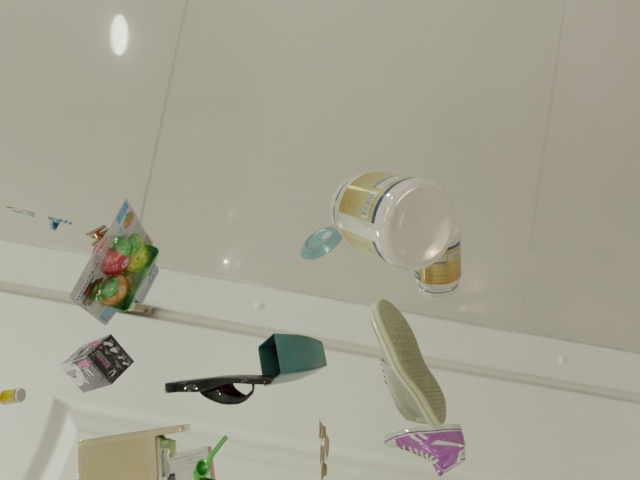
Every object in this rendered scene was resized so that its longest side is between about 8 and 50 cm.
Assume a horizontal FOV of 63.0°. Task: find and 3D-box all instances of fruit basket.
[{"bbox_3d":[-0.620,0.083,1.615,0.353,0.165,0.327,116,176,-67],"label":"fruit basket"}]

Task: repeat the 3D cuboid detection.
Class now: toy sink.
[{"bbox_3d":[-0.428,0.520,1.236,0.153,0.234,0.131,112,151,-70],"label":"toy sink"}]

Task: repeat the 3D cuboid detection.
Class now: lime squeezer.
[{"bbox_3d":[-0.366,0.756,1.717,0.059,0.110,0.310,-119,33,-44],"label":"lime squeezer"}]

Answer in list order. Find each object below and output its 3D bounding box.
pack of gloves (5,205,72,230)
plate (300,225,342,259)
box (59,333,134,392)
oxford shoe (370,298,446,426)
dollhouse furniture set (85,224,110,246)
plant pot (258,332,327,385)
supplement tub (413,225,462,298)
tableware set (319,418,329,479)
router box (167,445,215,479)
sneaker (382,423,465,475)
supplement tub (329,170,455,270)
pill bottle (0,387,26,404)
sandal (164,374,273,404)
[{"bbox_3d":[-0.946,-0.066,1.764,0.232,0.195,0.046,2,79,64],"label":"pack of gloves"},{"bbox_3d":[0.000,0.000,1.944,0.024,0.188,0.188,56,-156,-27],"label":"plate"},{"bbox_3d":[-0.929,0.511,2.162,0.163,0.247,0.142,56,-143,-16],"label":"box"},{"bbox_3d":[0.233,0.373,1.537,0.449,0.130,0.169,62,-145,-19],"label":"oxford shoe"},{"bbox_3d":[-0.921,0.067,2.399,0.262,0.135,0.259,58,170,7],"label":"dollhouse furniture set"},{"bbox_3d":[-0.104,0.479,2.114,0.165,0.234,0.165,-46,48,47],"label":"plant pot"},{"bbox_3d":[0.350,0.058,1.570,0.144,0.144,0.199,-80,-16,-62],"label":"supplement tub"},{"bbox_3d":[0.007,0.625,1.550,0.169,0.020,0.141,-139,53,-84],"label":"tableware set"},{"bbox_3d":[-0.573,0.984,2.011,0.082,0.335,0.301,91,166,-67],"label":"router box"},{"bbox_3d":[0.360,0.732,1.812,0.102,0.282,0.161,61,-158,-56],"label":"sneaker"},{"bbox_3d":[0.175,-0.064,1.378,0.316,0.228,0.228,27,108,63],"label":"supplement tub"},{"bbox_3d":[-0.954,0.479,1.601,0.043,0.083,0.043,-9,-90,-84],"label":"pill bottle"},{"bbox_3d":[-0.380,0.573,1.994,0.167,0.446,0.107,27,-124,-70],"label":"sandal"}]
